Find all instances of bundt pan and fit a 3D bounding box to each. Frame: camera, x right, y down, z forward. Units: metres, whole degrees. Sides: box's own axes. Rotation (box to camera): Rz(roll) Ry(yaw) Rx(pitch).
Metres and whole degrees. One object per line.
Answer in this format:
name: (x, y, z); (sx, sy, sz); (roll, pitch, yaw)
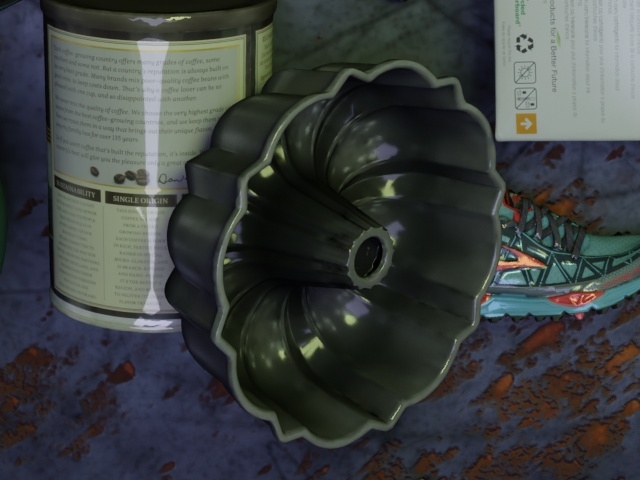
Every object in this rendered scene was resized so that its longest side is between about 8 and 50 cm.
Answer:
bundt pan: (0.000, 0.000, 1.472); (0.124, 0.331, 0.331); (20, 115, 43)

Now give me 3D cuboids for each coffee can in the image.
coffee can: (-0.141, -0.082, 1.539); (0.201, 0.201, 0.275); (2, 108, 2)

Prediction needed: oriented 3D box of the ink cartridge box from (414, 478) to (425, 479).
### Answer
ink cartridge box: (0.043, 0.374, 1.741); (0.234, 0.088, 0.193); (-27, 104, 10)

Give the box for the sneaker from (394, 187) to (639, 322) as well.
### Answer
sneaker: (0.183, 0.007, 1.607); (0.262, 0.104, 0.125); (-6, 106, 4)

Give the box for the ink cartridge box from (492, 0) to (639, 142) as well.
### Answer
ink cartridge box: (0.292, -0.231, 1.432); (0.307, 0.072, 0.304); (1, 100, 16)

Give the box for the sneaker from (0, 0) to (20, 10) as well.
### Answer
sneaker: (-0.231, -0.294, 1.522); (0.267, 0.106, 0.101); (-42, 78, -12)

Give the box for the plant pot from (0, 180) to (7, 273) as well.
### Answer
plant pot: (-0.408, -0.014, 1.555); (0.293, 0.235, 0.293); (1, 108, 3)
